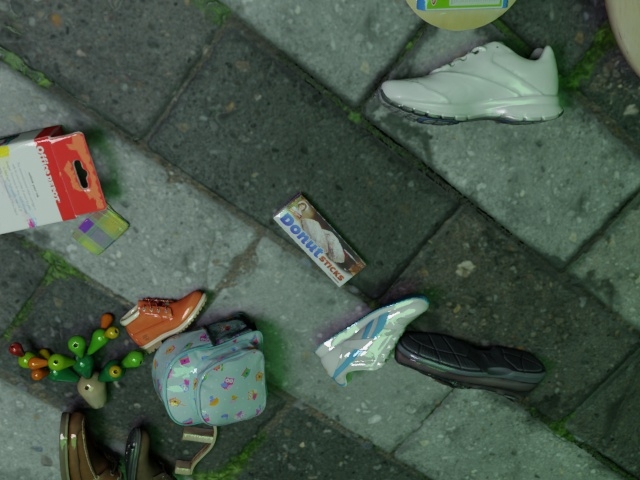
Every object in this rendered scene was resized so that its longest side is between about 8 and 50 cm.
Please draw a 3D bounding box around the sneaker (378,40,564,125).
[{"bbox_3d":[0.236,-0.246,1.101,0.296,0.111,0.130,-3,97,-10],"label":"sneaker"}]

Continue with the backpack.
[{"bbox_3d":[-0.186,0.232,1.193,0.188,0.144,0.166,-10,116,-20],"label":"backpack"}]

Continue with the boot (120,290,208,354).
[{"bbox_3d":[-0.271,0.124,1.207,0.158,0.059,0.085,-35,107,9],"label":"boot"}]

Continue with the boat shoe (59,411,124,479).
[{"bbox_3d":[-0.417,0.434,1.299,0.104,0.111,0.308,-4,123,-9],"label":"boat shoe"}]

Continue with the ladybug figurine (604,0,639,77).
[{"bbox_3d":[0.545,-0.422,1.017,0.304,0.162,0.450,-8,113,-3],"label":"ladybug figurine"}]

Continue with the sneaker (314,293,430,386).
[{"bbox_3d":[0.103,0.172,1.241,0.228,0.087,0.092,-35,82,17],"label":"sneaker"}]

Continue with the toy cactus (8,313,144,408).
[{"bbox_3d":[-0.412,0.220,1.220,0.218,0.112,0.181,-7,132,-6],"label":"toy cactus"}]

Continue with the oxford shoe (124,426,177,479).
[{"bbox_3d":[-0.322,0.441,1.327,0.096,0.083,0.227,-6,121,-15],"label":"oxford shoe"}]

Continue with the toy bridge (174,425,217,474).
[{"bbox_3d":[-0.231,0.371,1.331,0.063,0.026,0.188,11,111,-12],"label":"toy bridge"}]

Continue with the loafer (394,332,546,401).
[{"bbox_3d":[0.273,0.248,1.301,0.302,0.109,0.095,11,115,-14],"label":"loafer"}]

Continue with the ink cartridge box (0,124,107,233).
[{"bbox_3d":[-0.455,-0.094,1.079,0.230,0.078,0.134,-12,114,-2],"label":"ink cartridge box"}]

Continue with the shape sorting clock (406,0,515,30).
[{"bbox_3d":[0.214,-0.421,1.043,0.206,0.040,0.206,-3,117,-6],"label":"shape sorting clock"}]

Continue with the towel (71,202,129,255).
[{"bbox_3d":[-0.365,-0.018,1.159,0.083,0.009,0.060,-43,112,12],"label":"towel"}]

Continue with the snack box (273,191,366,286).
[{"bbox_3d":[0.000,0.000,1.204,0.064,0.022,0.178,-39,112,11],"label":"snack box"}]
